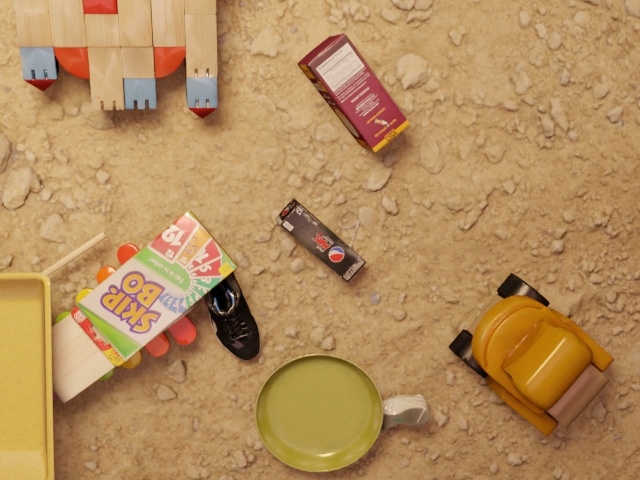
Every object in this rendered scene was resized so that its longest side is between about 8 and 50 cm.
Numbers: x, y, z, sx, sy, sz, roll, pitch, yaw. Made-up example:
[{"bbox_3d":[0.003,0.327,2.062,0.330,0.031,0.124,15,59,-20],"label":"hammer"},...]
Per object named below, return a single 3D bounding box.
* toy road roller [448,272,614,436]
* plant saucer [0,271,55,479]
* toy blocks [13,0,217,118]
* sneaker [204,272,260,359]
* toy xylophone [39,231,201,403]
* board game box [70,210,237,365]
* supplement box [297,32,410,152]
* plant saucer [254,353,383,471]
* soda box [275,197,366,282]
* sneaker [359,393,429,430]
[{"bbox_3d":[0.422,0.238,1.399,0.329,0.240,0.202,40,93,-18],"label":"toy road roller"},{"bbox_3d":[-0.565,0.217,1.189,0.332,0.081,0.333,-1,90,7],"label":"plant saucer"},{"bbox_3d":[-0.307,-0.319,1.148,0.381,0.191,0.261,-3,115,-13],"label":"toy blocks"},{"bbox_3d":[-0.160,0.132,1.303,0.079,0.121,0.217,-23,107,-5],"label":"sneaker"},{"bbox_3d":[-0.372,0.124,1.269,0.322,0.081,0.236,-28,94,-3],"label":"toy xylophone"},{"bbox_3d":[-0.273,0.080,1.219,0.259,0.039,0.124,-40,93,-1],"label":"board game box"},{"bbox_3d":[0.055,-0.250,1.268,0.080,0.104,0.188,-40,108,-1],"label":"supplement box"},{"bbox_3d":[-0.003,0.320,1.412,0.240,0.037,0.241,0,103,0],"label":"plant saucer"},{"bbox_3d":[0.000,0.000,1.339,0.169,0.060,0.053,42,91,-18],"label":"soda box"},{"bbox_3d":[0.136,0.333,1.459,0.152,0.061,0.054,-6,113,8],"label":"sneaker"}]
